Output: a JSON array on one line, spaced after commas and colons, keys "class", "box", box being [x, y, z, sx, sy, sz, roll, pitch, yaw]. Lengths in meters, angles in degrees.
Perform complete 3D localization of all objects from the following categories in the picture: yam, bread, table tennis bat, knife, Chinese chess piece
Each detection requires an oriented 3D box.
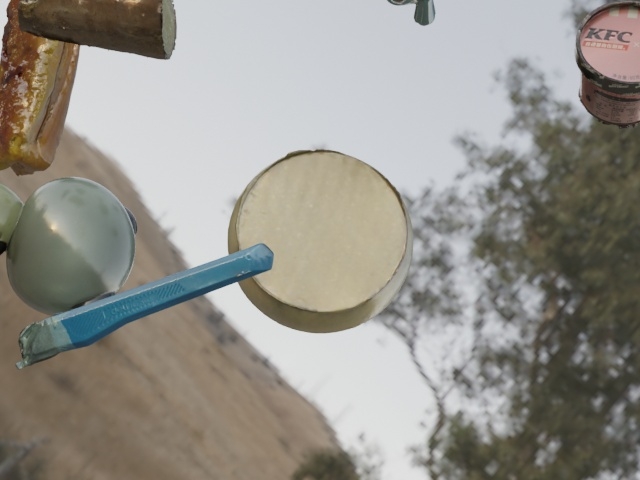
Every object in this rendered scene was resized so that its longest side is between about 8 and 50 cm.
[{"class": "yam", "box": [-0.346, -0.361, 2.153, 0.238, 0.128, 0.129, 9, -59, 5]}, {"class": "bread", "box": [-0.520, -0.291, 2.422, 0.185, 0.381, 0.109, -10, -27, 40]}, {"class": "table tennis bat", "box": [0.180, -0.441, 2.365, 0.244, 0.152, 0.040, 76, -9, -72]}, {"class": "knife", "box": [-0.188, 0.068, 1.444, 0.026, 0.296, 0.044, 79, -9, -85]}, {"class": "Chinese chess piece", "box": [0.000, 0.000, 2.464, 0.338, 0.338, 0.140, 40, -15, 8]}]

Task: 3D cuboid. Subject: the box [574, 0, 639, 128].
[{"class": "box", "box": [0.441, -0.247, 1.975, 0.151, 0.151, 0.135, 36, -23, 24]}]

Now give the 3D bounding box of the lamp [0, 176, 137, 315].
[{"class": "lamp", "box": [-0.371, -0.001, 1.841, 0.243, 0.198, 0.198, 18, -11, -8]}]
